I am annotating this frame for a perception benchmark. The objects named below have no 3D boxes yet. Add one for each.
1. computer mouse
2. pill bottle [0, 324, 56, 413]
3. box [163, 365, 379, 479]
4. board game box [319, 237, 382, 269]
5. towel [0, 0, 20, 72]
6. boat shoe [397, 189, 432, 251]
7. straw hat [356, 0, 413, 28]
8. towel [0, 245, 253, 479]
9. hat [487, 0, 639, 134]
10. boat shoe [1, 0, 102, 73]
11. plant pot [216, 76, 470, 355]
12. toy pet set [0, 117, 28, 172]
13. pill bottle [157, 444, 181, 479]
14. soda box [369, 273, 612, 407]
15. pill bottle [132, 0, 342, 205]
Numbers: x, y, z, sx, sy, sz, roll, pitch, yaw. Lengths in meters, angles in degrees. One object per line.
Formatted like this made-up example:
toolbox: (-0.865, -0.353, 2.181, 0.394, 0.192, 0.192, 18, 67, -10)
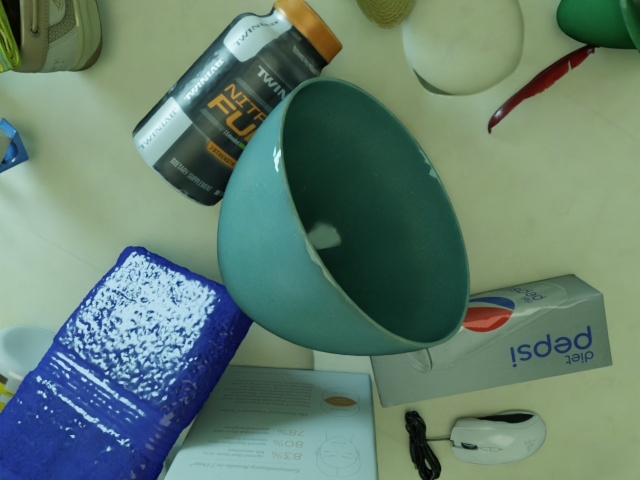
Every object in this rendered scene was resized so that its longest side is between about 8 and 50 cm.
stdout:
computer mouse: (0.217, 0.276, 0.777, 0.192, 0.042, 0.106, -9, 101, 5)
pill bottle: (-0.425, 0.230, 0.763, 0.117, 0.117, 0.215, 31, 102, -4)
box: (-0.046, 0.296, 0.641, 0.214, 0.345, 0.168, 3, 103, 3)
board game box: (0.048, 0.051, 0.747, 0.090, 0.020, 0.090, -17, 99, 7)
towel: (-0.424, -0.231, 0.645, 0.237, 0.021, 0.102, 2, 112, 35)
boat shoe: (0.116, -0.020, 0.725, 0.035, 0.035, 0.100, 22, 109, 26)
straw hat: (0.050, -0.314, 0.642, 0.061, 0.144, 0.145, 11, 106, 40)
towel: (-0.231, 0.170, 0.662, 0.227, 0.076, 0.308, 22, 69, 28)
hat: (0.297, -0.263, 0.664, 0.208, 0.183, 0.173, -38, 109, -32)
boat shoe: (-0.340, -0.358, 0.613, 0.121, 0.110, 0.341, -5, 105, 32)
plant pot: (0.000, 0.000, 0.621, 0.195, 0.290, 0.290, -28, 101, 37)
toy pet set: (-0.424, -0.145, 0.722, 0.114, 0.065, 0.122, 36, 101, 31)
pill bottle: (-0.253, 0.371, 0.797, 0.169, 0.094, 0.094, -35, 99, 10)
soda box: (0.204, 0.126, 0.719, 0.286, 0.091, 0.098, -12, 101, 5)
pill bottle: (-0.089, -0.166, 0.651, 0.245, 0.130, 0.130, -44, 97, 11)
